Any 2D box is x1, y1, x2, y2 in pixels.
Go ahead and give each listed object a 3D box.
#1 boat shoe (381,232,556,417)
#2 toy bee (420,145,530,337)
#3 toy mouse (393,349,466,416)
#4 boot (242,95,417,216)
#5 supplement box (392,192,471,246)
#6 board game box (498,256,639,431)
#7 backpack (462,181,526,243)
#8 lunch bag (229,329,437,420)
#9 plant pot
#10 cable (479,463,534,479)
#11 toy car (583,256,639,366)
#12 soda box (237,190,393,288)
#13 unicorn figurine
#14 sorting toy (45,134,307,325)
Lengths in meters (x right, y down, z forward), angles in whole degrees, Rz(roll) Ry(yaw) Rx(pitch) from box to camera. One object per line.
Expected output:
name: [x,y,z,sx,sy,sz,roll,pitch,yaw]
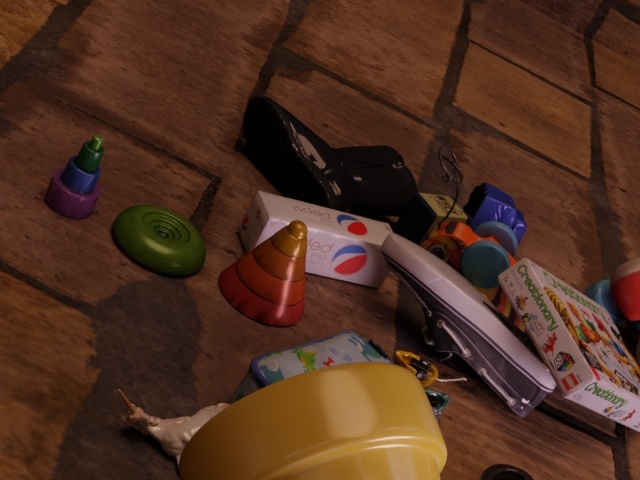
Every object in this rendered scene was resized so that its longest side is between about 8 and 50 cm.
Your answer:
boat shoe: [0.183,0.115,1.894,0.301,0.102,0.108,41,12,5]
toy bee: [0.208,0.029,2.056,0.195,0.162,0.298,-10,71,-62]
toy mouse: [0.104,0.187,1.776,0.161,0.031,0.143,26,27,-5]
boot: [0.018,-0.122,2.151,0.207,0.094,0.246,-7,51,-45]
supplement box: [0.166,-0.021,2.137,0.083,0.083,0.056,5,37,-41]
board game box: [0.361,0.148,1.919,0.305,0.053,0.193,27,31,-56]
backpack: [0.271,-0.030,2.246,0.101,0.098,0.120,31,14,-9]
lunch bag: [0.021,0.197,1.620,0.219,0.090,0.176,-7,47,-48]
plant pot: [0.018,0.279,1.328,0.254,0.254,0.239,6,51,-38]
cable: [0.178,0.331,1.608,0.139,0.072,0.287,13,14,6]
toy car: [0.549,0.149,2.153,0.210,0.219,0.238,11,61,-33]
soda box: [0.000,0.000,1.950,0.216,0.074,0.069,13,31,-29]
unicorn figurine: [-0.135,0.205,1.495,0.111,0.060,0.162,33,17,29]
sorting toy: [-0.161,-0.029,1.789,0.365,0.126,0.127,27,27,-6]
